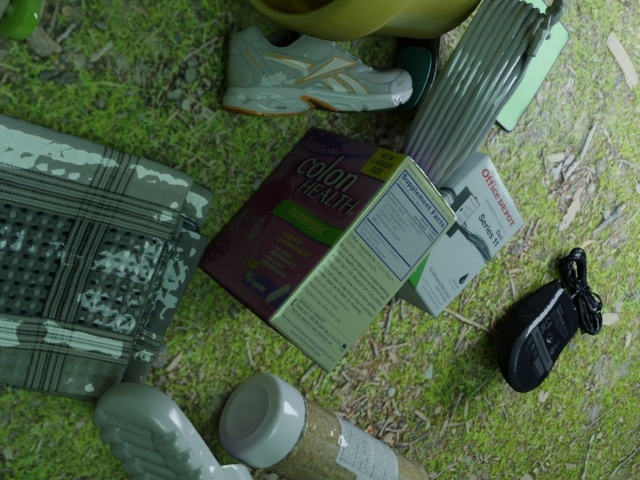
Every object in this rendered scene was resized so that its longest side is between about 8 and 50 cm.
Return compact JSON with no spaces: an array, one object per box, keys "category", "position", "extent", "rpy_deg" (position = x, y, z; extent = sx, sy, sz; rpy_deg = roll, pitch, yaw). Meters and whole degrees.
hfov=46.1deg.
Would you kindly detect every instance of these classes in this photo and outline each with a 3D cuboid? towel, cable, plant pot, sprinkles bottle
[{"category":"towel","position":[-0.298,0.035,0.851],"extent":[0.324,0.056,0.312],"rpy_deg":[18,96,-35]},{"category":"cable","position":[0.191,-0.190,0.965],"extent":[0.089,0.257,0.257],"rpy_deg":[32,94,3]},{"category":"plant pot","position":[0.068,-0.338,0.847],"extent":[0.239,0.254,0.253],"rpy_deg":[5,104,-48]},{"category":"sprinkles bottle","position":[0.017,0.318,1.098],"extent":[0.355,0.121,0.121],"rpy_deg":[38,85,-35]}]

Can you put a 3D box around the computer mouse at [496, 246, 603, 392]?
[{"category":"computer mouse","position":[0.383,0.152,1.304],"extent":[0.272,0.072,0.188],"rpy_deg":[-40,121,-29]}]

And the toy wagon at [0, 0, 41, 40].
[{"category":"toy wagon","position":[-0.319,-0.326,0.633],"extent":[0.344,0.068,0.267],"rpy_deg":[-59,153,11]}]

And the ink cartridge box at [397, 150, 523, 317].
[{"category":"ink cartridge box","position":[0.182,-0.016,1.106],"extent":[0.208,0.087,0.153],"rpy_deg":[-46,124,-11]}]

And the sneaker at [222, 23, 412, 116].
[{"category":"sneaker","position":[0.006,-0.218,0.929],"extent":[0.263,0.099,0.120],"rpy_deg":[-8,106,-30]}]

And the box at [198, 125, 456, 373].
[{"category":"box","position":[0.000,0.000,0.924],"extent":[0.243,0.214,0.117],"rpy_deg":[-49,124,-8]}]

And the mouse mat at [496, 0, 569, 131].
[{"category":"mouse mat","position":[0.294,-0.278,1.136],"extent":[0.153,0.007,0.189],"rpy_deg":[34,86,-35]}]

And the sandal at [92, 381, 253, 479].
[{"category":"sandal","position":[-0.150,0.321,0.987],"extent":[0.102,0.170,0.416],"rpy_deg":[-61,145,-44]}]

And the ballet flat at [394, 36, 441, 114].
[{"category":"ballet flat","position":[0.141,-0.265,1.016],"extent":[0.070,0.070,0.188],"rpy_deg":[-5,112,-30]}]
